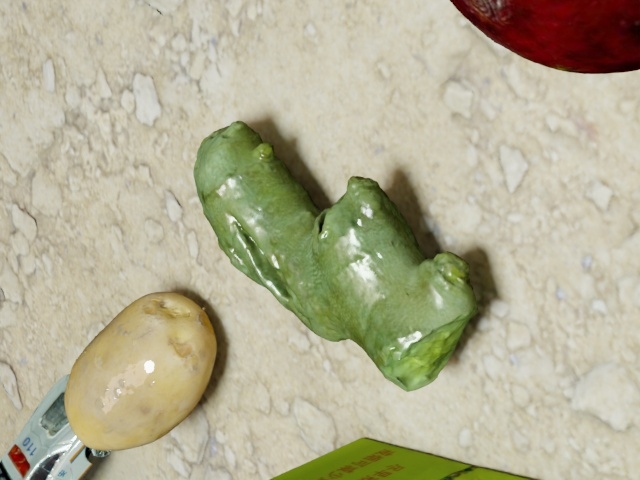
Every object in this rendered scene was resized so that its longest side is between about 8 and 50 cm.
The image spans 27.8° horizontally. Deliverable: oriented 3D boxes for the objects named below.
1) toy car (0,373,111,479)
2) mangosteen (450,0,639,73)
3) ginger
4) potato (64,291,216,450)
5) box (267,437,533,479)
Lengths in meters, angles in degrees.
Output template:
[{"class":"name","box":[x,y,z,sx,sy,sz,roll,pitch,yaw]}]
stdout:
[{"class":"toy car","box":[-0.287,0.231,1.325,0.205,0.056,0.095,-52,47,4]},{"class":"mangosteen","box":[0.142,-0.195,0.712,0.257,0.215,0.215,179,76,-78]},{"class":"ginger","box":[0.004,0.003,0.989,0.290,0.089,0.137,30,141,42]},{"class":"potato","box":[-0.162,0.123,1.180,0.109,0.118,0.178,37,121,-13]},{"class":"box","box":[0.088,0.211,0.889,0.335,0.187,0.047,5,105,46]}]
